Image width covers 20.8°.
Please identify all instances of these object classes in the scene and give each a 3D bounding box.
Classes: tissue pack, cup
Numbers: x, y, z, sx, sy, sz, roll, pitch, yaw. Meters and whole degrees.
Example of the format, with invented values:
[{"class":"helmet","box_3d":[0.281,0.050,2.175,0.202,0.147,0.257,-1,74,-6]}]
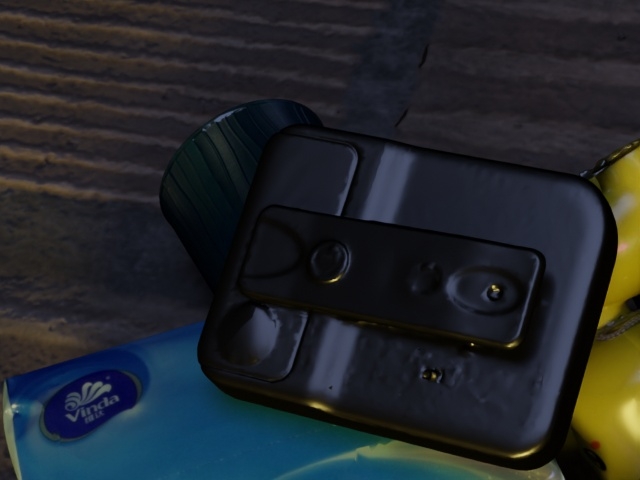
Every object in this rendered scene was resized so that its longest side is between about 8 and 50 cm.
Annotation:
[{"class":"tissue pack","box_3d":[-0.015,0.140,0.914,0.264,0.146,0.198,-17,49,-3]},{"class":"cup","box_3d":[-0.003,-0.006,1.053,0.150,0.113,0.138,-26,53,-9]}]

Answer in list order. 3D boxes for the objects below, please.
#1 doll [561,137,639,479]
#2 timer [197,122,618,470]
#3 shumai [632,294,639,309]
[{"class":"doll","box_3d":[0.174,0.066,0.904,0.135,0.143,0.220,-30,84,-5]},{"class":"timer","box_3d":[0.041,0.022,0.842,0.187,0.055,0.144,11,74,24]},{"class":"shumai","box_3d":[0.260,0.008,1.011,0.184,0.184,0.142,-40,26,-21]}]
